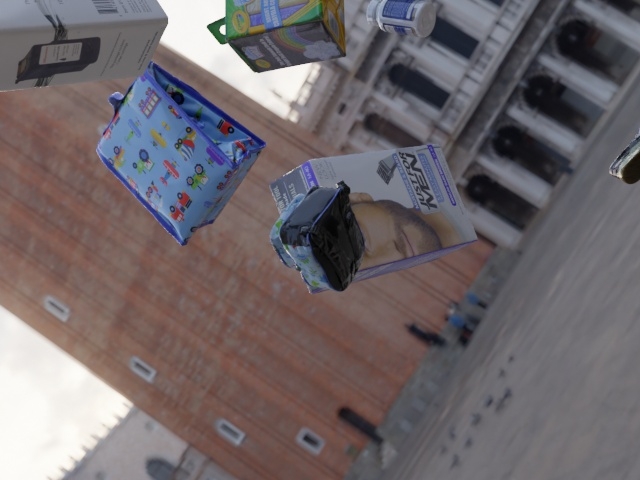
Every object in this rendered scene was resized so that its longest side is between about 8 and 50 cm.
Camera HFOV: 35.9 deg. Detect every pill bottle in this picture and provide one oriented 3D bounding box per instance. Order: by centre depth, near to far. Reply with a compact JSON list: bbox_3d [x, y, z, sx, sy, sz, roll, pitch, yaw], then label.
[{"bbox_3d":[0.149,-0.421,1.852,0.067,0.120,0.067,-29,-53,-47],"label":"pill bottle"}]

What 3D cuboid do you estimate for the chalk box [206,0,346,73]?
[{"bbox_3d":[-0.078,-0.366,1.615,0.132,0.213,0.132,41,-135,-65],"label":"chalk box"}]

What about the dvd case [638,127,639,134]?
[{"bbox_3d":[0.635,-0.248,1.646,0.022,0.180,0.253,-43,-38,-38],"label":"dvd case"}]

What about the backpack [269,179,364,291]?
[{"bbox_3d":[0.000,0.000,1.208,0.105,0.084,0.114,-56,-46,-33],"label":"backpack"}]

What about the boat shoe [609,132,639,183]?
[{"bbox_3d":[0.507,-0.149,1.529,0.152,0.056,0.049,-38,32,-12],"label":"boat shoe"}]

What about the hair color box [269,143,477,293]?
[{"bbox_3d":[0.094,-0.043,1.592,0.339,0.185,0.110,-13,-11,-46],"label":"hair color box"}]

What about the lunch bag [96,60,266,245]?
[{"bbox_3d":[-0.291,-0.176,1.873,0.221,0.293,0.138,-52,-3,33],"label":"lunch bag"}]

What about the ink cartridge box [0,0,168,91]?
[{"bbox_3d":[-0.317,-0.263,1.088,0.237,0.172,0.100,-15,-26,-41],"label":"ink cartridge box"}]
